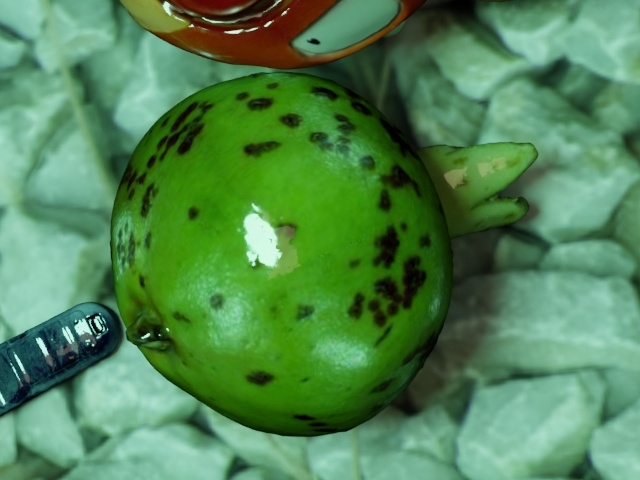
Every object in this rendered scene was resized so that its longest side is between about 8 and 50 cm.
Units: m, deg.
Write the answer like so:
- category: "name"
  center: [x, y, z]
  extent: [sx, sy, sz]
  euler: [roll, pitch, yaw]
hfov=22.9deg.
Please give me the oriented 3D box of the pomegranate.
- category: "pomegranate"
  center: [0.000, 0.000, 0.904]
  extent: [0.263, 0.211, 0.211]
  euler: [-24, 85, -28]

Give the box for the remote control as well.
- category: "remote control"
  center: [-0.196, 0.084, 0.996]
  extent: [0.152, 0.027, 0.043]
  euler: [-29, 90, 7]

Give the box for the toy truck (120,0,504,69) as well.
- category: "toy truck"
  center: [0.021, -0.188, 0.887]
  extent: [0.265, 0.189, 0.239]
  euler: [-43, 125, 8]
